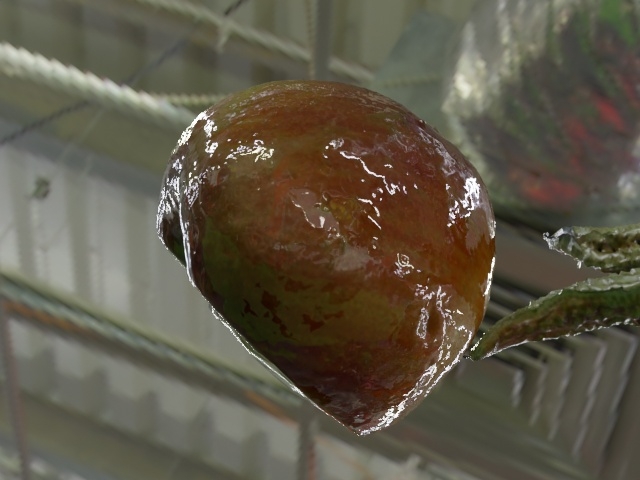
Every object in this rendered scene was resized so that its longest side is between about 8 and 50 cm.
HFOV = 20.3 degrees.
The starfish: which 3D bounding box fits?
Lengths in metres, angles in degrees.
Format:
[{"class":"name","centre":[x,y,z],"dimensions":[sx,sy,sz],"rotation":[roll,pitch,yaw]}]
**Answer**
[{"class":"starfish","centre":[0.235,-0.003,0.886],"dimensions":[0.347,0.358,0.078],"rotation":[-25,-78,15]}]

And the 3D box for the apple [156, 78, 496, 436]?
[{"class":"apple","centre":[0.000,0.000,0.907],"dimensions":[0.173,0.160,0.195],"rotation":[26,2,-17]}]
